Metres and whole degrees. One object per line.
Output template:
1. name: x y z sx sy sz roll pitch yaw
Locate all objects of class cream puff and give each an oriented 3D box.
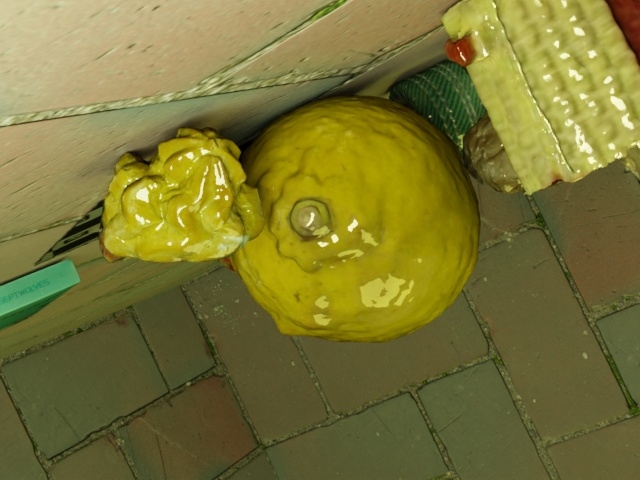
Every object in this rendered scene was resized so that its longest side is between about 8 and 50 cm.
1. cream puff: -0.120 -0.043 0.960 0.146 0.116 0.146 1 -167 0

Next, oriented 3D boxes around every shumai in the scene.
1. shumai: 0.231 -0.157 1.199 0.206 0.175 0.166 -34 -156 -23

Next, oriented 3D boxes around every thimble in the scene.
1. thimble: 0.144 -0.149 1.359 0.090 0.118 0.135 -25 179 -10

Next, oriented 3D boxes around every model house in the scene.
1. model house: 0.237 -0.161 1.037 0.254 0.196 0.160 -24 180 -28

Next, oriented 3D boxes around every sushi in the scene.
1. sushi: -0.147 -0.036 1.363 0.339 0.068 0.320 -25 179 -30

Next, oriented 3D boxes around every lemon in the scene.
1. lemon: 0.036 -0.019 1.167 0.285 0.285 0.316 -26 -159 -8

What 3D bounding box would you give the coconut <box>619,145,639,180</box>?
1. coconut: 0.505 -0.176 1.292 0.405 0.404 0.404 -26 179 -1

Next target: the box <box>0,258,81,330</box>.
1. box: -0.444 0.097 1.540 0.162 0.041 0.229 -24 178 -36

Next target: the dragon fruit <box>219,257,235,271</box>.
1. dragon fruit: 0.000 0.000 1.552 0.317 0.152 0.205 -41 167 -27
